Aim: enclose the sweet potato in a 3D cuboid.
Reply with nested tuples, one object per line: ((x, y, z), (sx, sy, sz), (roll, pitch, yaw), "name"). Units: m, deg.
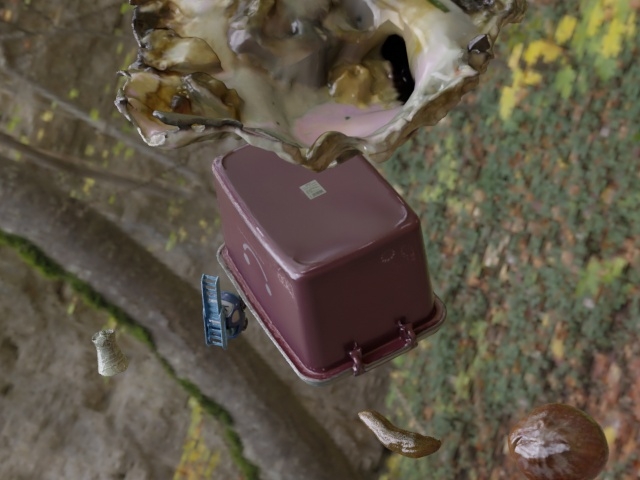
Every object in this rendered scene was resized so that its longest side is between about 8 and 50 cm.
((0.139, 0.370, 2.070), (0.053, 0.182, 0.054), (-18, -58, -50), "sweet potato")

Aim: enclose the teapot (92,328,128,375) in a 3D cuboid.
((-0.388, 0.198, 1.997), (0.057, 0.067, 0.083), (-24, -57, -24), "teapot")

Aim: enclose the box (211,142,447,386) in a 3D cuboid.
((0.000, 0.000, 1.257), (0.193, 0.294, 0.168), (-23, -46, -16), "box")

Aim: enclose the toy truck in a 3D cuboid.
((-0.155, 0.100, 1.723), (0.074, 0.063, 0.136), (-52, -36, -55), "toy truck")

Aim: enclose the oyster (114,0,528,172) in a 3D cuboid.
((0.012, -0.132, 0.824), (0.107, 0.354, 0.201), (96, 152, -49), "oyster")

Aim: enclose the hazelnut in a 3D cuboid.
((0.375, 0.322, 1.725), (0.143, 0.154, 0.143), (-14, -71, -50), "hazelnut")
